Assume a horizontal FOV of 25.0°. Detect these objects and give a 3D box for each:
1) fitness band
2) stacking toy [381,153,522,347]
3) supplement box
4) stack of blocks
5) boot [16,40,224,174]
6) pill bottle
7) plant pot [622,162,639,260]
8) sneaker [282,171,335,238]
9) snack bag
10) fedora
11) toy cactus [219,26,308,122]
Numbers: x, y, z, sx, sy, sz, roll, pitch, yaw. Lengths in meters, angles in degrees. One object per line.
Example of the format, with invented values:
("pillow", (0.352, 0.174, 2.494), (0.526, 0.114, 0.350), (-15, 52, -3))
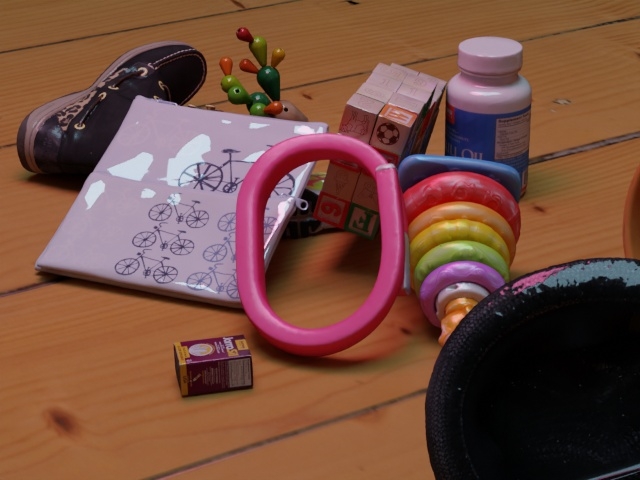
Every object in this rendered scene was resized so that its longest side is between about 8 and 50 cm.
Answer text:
("fitness band", (0.000, 0.000, 1.733), (0.209, 0.054, 0.291), (-8, 63, 11))
("stacking toy", (0.167, 0.045, 1.731), (0.165, 0.175, 0.302), (7, 38, -4))
("supplement box", (-0.122, 0.141, 1.641), (0.083, 0.043, 0.055), (-6, 25, -12))
("stack of blocks", (0.091, -0.145, 1.949), (0.087, 0.171, 0.297), (21, 28, 8))
("boot", (-0.242, -0.184, 2.217), (0.284, 0.138, 0.377), (17, 35, 36))
("pill bottle", (0.240, -0.175, 2.077), (0.124, 0.222, 0.124), (-1, 25, 1))
("plant pot", (0.533, -0.010, 1.692), (0.203, 0.291, 0.291), (-1, 20, -41))
("sneaker", (-0.020, -0.056, 2.017), (0.208, 0.082, 0.094), (2, 23, -19))
("snack bag", (-0.175, -0.064, 1.936), (0.323, 0.037, 0.343), (9, 52, 21))
("fedora", (0.271, 0.174, 1.385), (0.334, 0.334, 0.152), (4, -8, 11))
("toy cactus", (-0.076, -0.215, 2.267), (0.112, 0.219, 0.180), (-23, -26, 29))
